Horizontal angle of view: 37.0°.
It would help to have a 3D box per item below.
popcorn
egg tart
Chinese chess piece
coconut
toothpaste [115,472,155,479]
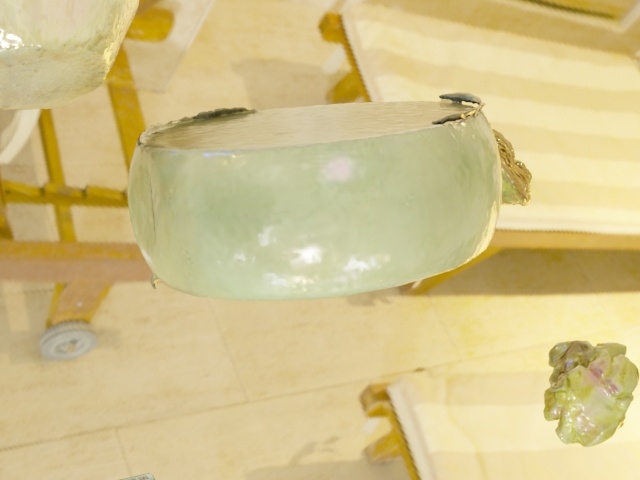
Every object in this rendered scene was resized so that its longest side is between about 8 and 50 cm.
[{"bbox_3d":[0.272,0.157,0.979,0.089,0.097,0.109,9,75,4],"label":"popcorn"},{"bbox_3d":[0.219,-0.115,1.388,0.212,0.090,0.212,50,1,-2],"label":"egg tart"},{"bbox_3d":[-0.003,-0.026,0.489,0.188,0.188,0.083,-16,107,-42],"label":"Chinese chess piece"},{"bbox_3d":[-0.317,-0.265,0.964,0.259,0.259,0.259,19,46,-21],"label":"coconut"},{"bbox_3d":[-0.195,0.236,0.889,0.083,0.017,0.020,-7,103,-26],"label":"toothpaste"}]
